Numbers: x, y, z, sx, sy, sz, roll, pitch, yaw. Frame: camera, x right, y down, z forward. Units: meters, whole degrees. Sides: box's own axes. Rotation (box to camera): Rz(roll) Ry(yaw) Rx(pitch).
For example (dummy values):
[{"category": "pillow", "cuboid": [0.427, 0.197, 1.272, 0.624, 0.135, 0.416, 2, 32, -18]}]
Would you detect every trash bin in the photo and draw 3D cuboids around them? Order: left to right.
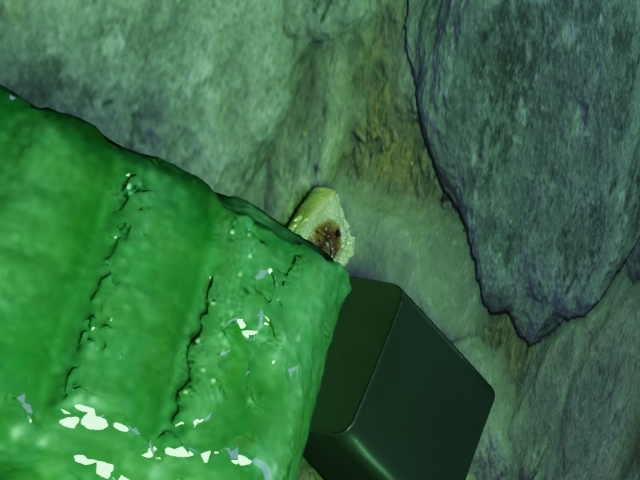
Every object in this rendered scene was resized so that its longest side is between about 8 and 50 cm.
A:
[{"category": "trash bin", "cuboid": [0.058, 0.151, 1.197, 0.225, 0.115, 0.165, 52, 56, -50]}]

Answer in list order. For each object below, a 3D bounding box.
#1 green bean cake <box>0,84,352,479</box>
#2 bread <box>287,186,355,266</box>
[{"category": "green bean cake", "cuboid": [-0.176, 0.071, 0.656, 0.308, 0.300, 0.169, 130, -21, -56]}, {"category": "bread", "cuboid": [0.000, 0.000, 1.121, 0.070, 0.035, 0.083, -53, 139, -37]}]
